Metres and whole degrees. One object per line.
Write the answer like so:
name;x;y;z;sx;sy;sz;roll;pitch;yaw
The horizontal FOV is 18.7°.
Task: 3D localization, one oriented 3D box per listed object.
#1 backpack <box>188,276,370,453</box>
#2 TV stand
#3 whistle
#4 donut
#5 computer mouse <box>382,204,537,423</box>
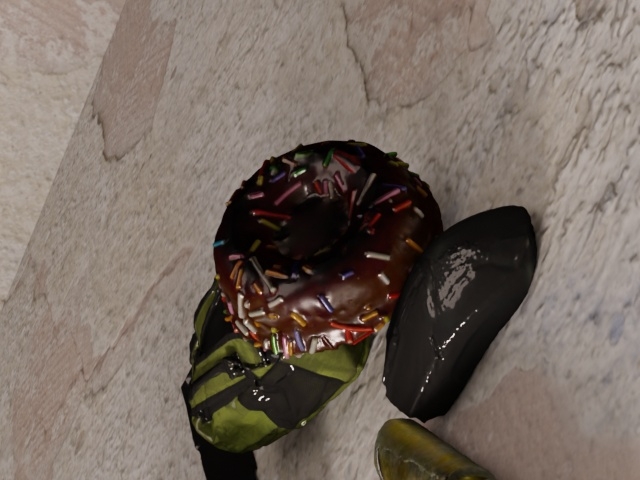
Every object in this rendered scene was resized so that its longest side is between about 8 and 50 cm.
backpack;-0.054;0.104;1.979;0.253;0.140;0.207;-45;29;42
TV stand;-0.111;0.219;2.159;0.040;0.049;0.256;-62;21;20
whistle;0.111;0.209;1.575;0.326;0.057;0.068;-159;66;-72
donut;0.000;0.000;1.838;0.235;0.089;0.235;-14;48;16
computer mouse;0.110;0.057;1.692;0.217;0.073;0.122;-60;23;31
